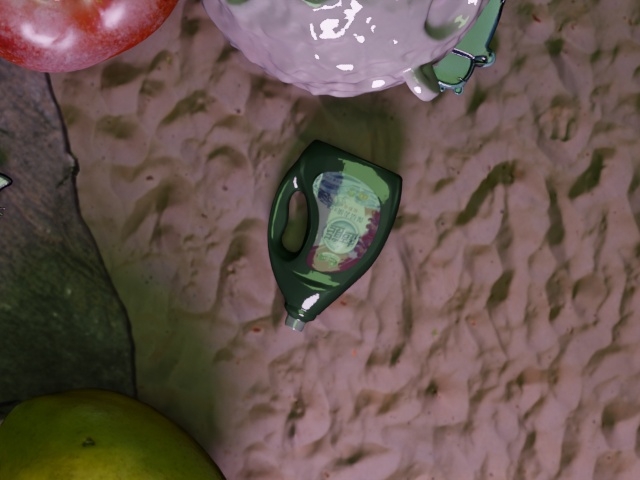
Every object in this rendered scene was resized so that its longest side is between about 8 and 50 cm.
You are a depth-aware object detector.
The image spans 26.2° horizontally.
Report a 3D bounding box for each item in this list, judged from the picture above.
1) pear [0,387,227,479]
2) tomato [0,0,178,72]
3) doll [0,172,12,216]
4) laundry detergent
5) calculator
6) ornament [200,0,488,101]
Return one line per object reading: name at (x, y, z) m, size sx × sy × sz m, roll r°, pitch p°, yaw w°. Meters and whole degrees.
pear at (-0.219, 0.295, 1.479) m, size 0.307 × 0.253 × 0.253 m, roll 27°, pitch 92°, yaw 7°
tomato at (-0.276, -0.318, 1.448) m, size 0.270 × 0.227 × 0.270 m, roll -4°, pitch 110°, yaw -12°
doll at (-0.447, -0.089, 1.535) m, size 0.219 × 0.067 × 0.091 m, roll 34°, pitch 89°, yaw -6°
laundry detergent at (0.000, 0.000, 1.568) m, size 0.137 × 0.063 × 0.211 m, roll 25°, pitch 95°, yaw -1°
calculator at (0.163, -0.238, 1.580) m, size 0.094 × 0.019 × 0.141 m, roll 20°, pitch 94°, yaw -4°
ornament at (0.021, -0.322, 1.403) m, size 0.337 × 0.337 × 0.337 m, roll 0°, pitch 94°, yaw -3°
